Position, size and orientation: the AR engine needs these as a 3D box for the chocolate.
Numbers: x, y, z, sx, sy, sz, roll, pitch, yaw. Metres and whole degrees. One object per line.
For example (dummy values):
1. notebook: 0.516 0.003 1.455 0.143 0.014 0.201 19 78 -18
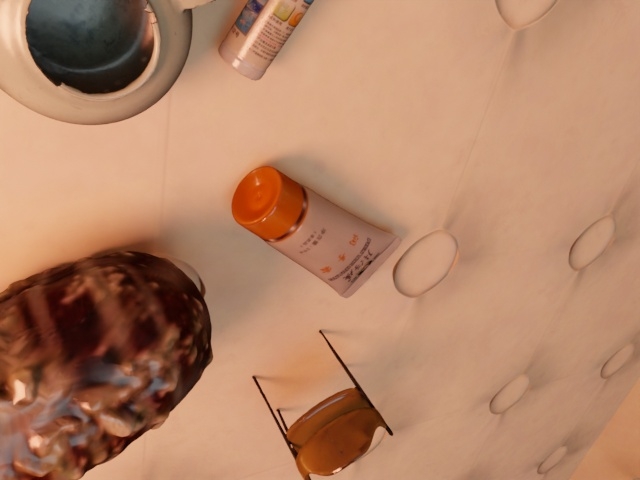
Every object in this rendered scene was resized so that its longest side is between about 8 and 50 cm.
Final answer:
1. chocolate: -0.271 0.143 0.574 0.340 0.210 0.225 -25 97 -24

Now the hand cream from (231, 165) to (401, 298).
1. hand cream: 0.000 0.000 0.794 0.139 0.089 0.314 -49 141 12

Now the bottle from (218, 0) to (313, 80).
1. bottle: -0.026 -0.268 0.557 0.060 0.060 0.217 20 124 -40

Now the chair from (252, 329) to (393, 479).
1. chair: 0.012 0.301 0.903 0.159 0.247 0.172 -33 135 -7

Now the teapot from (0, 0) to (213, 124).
1. teapot: -0.207 -0.195 0.477 0.295 0.129 0.193 -28 134 -12
